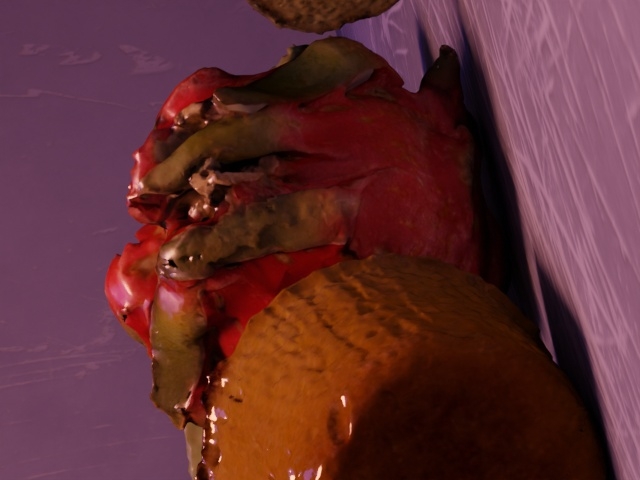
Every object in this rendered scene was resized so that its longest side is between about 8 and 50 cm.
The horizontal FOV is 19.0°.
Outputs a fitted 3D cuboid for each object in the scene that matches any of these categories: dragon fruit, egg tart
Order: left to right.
[{"bbox_3d":[-0.011,0.003,1.177,0.303,0.237,0.231,18,-115,-62],"label":"dragon fruit"},{"bbox_3d":[0.049,0.114,0.999,0.171,0.215,0.215,-173,69,-77],"label":"egg tart"}]

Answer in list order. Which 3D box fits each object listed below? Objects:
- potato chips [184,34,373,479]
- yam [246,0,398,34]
[{"bbox_3d":[0.021,0.057,1.434,0.358,0.070,0.429,-7,-93,-54],"label":"potato chips"},{"bbox_3d":[-0.011,-0.229,1.180,0.254,0.154,0.154,-108,3,-52],"label":"yam"}]
